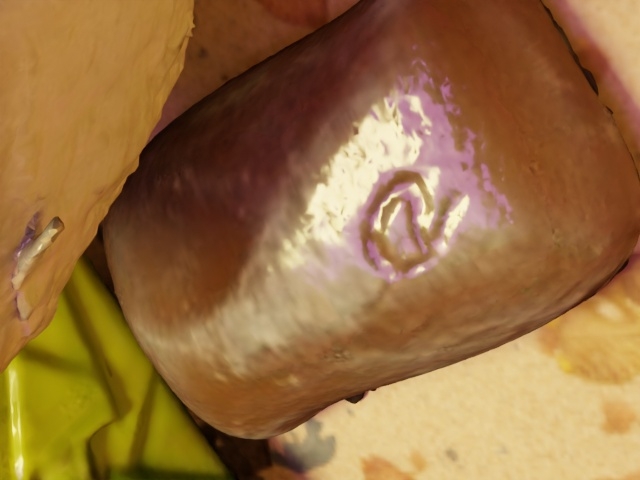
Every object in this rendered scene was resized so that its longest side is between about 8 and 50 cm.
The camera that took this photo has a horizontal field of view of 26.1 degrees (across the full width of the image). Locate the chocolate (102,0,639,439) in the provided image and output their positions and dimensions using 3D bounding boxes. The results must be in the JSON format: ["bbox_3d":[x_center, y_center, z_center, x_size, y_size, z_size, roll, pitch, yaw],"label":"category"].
[{"bbox_3d":[0.000,0.000,0.569,0.261,0.083,0.161,-33,92,39],"label":"chocolate"}]

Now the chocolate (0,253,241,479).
[{"bbox_3d":[-0.191,0.166,0.639,0.289,0.301,0.137,57,156,-7],"label":"chocolate"}]

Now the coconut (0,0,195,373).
[{"bbox_3d":[-0.229,-0.102,0.469,0.404,0.404,0.404,14,120,26],"label":"coconut"}]
